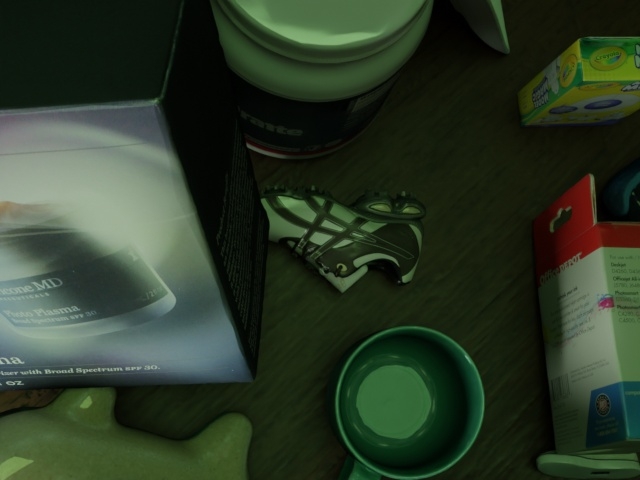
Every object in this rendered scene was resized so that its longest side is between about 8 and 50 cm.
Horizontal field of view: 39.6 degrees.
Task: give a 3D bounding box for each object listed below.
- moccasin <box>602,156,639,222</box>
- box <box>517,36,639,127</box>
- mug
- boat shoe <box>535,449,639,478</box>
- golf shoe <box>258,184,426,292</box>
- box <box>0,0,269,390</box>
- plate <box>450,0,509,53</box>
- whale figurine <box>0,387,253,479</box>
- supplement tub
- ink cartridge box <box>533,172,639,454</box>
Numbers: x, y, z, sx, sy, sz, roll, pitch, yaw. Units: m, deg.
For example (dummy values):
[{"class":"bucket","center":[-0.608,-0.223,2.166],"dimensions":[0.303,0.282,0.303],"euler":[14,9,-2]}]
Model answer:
[{"class":"moccasin","center":[0.442,-0.096,0.879],"dimensions":[0.342,0.138,0.116],"euler":[-33,90,3]},{"class":"box","center":[0.263,-0.147,0.824],"dimensions":[0.105,0.179,0.043],"euler":[-3,80,-7]},{"class":"mug","center":[0.058,0.149,0.790],"dimensions":[0.158,0.097,0.129],"euler":[-25,85,-10]},{"class":"boat shoe","center":[0.251,0.203,0.841],"dimensions":[0.100,0.035,0.035],"euler":[2,53,-3]},{"class":"golf shoe","center":[0.000,0.000,0.819],"dimensions":[0.198,0.077,0.093],"euler":[2,80,-6]},{"class":"box","center":[-0.209,-0.037,0.638],"dimensions":[0.296,0.294,0.182],"euler":[-4,49,6]},{"class":"plate","center":[0.113,-0.332,0.808],"dimensions":[0.045,0.278,0.277],"euler":[-10,82,17]},{"class":"whale figurine","center":[-0.189,0.213,0.747],"dimensions":[0.272,0.141,0.216],"euler":[-9,96,-31]},{"class":"supplement tub","center":[-0.013,-0.189,0.749],"dimensions":[0.191,0.272,0.191],"euler":[1,80,-6]},{"class":"ink cartridge box","center":[0.260,0.069,0.799],"dimensions":[0.078,0.134,0.231],"euler":[2,71,-11]}]
